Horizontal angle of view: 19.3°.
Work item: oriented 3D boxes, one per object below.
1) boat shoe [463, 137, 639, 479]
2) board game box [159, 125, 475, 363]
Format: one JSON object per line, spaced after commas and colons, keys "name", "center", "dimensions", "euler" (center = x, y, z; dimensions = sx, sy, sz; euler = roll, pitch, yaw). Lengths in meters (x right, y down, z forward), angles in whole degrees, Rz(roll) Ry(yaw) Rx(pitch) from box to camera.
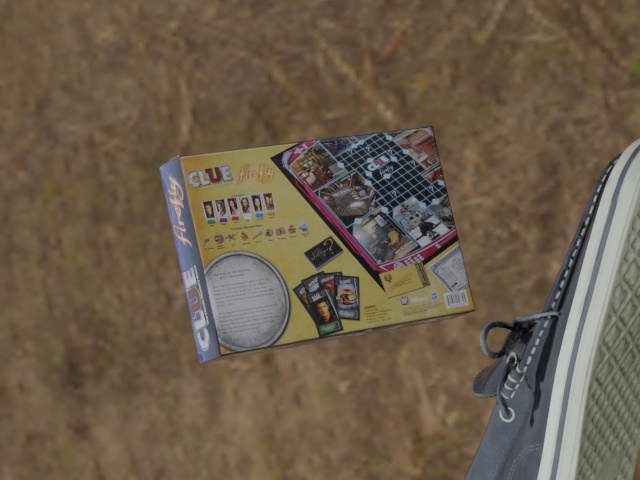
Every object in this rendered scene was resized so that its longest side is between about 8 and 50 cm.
{"name": "boat shoe", "center": [0.229, 0.127, 1.765], "dimensions": [0.156, 0.187, 0.500], "euler": [31, 120, 35]}
{"name": "board game box", "center": [0.000, 0.000, 1.545], "dimensions": [0.042, 0.243, 0.165], "euler": [-25, 75, 59]}
